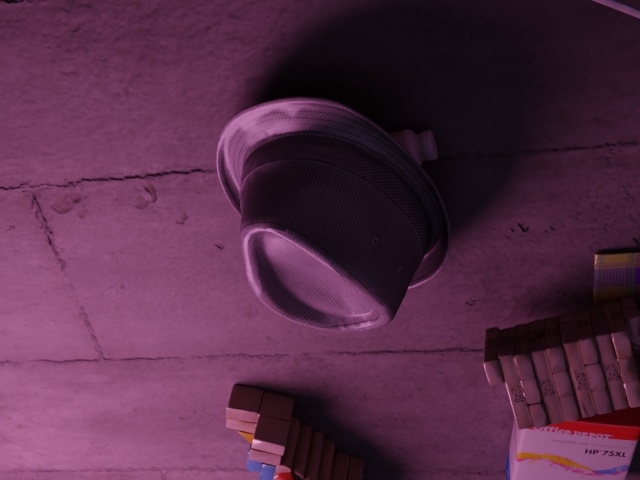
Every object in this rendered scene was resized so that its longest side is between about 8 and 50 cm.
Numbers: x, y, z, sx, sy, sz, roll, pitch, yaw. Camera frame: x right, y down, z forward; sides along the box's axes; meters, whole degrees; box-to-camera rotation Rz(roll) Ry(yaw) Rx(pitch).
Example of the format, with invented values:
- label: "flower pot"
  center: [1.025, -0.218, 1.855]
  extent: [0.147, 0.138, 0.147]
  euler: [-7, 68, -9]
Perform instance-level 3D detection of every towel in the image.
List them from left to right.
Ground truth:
- label: "towel"
  center: [0.329, 0.045, 0.995]
  extent: [0.060, 0.009, 0.083]
  euler: [-4, 126, 14]

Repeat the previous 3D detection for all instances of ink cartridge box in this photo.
- label: "ink cartridge box"
  center: [0.306, 0.237, 1.105]
  extent: [0.134, 0.078, 0.231]
  euler: [4, 128, 7]

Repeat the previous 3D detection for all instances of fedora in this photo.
- label: "fedora"
  center: [0.000, 0.000, 0.908]
  extent: [0.244, 0.124, 0.275]
  euler: [-4, 139, 31]

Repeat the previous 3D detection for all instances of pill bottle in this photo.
- label: "pill bottle"
  center: [0.074, -0.087, 0.916]
  extent: [0.083, 0.043, 0.043]
  euler: [-12, 124, 19]

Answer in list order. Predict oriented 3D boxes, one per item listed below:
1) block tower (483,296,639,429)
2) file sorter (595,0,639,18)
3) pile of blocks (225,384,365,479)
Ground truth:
- label: "block tower"
  center: [0.348, 0.114, 0.964]
  extent: [0.335, 0.091, 0.097]
  euler: [-14, 103, 15]
- label: "file sorter"
  center: [0.253, -0.311, 0.620]
  extent: [0.173, 0.193, 0.277]
  euler: [21, 128, -3]
- label: "pile of blocks"
  center: [-0.014, 0.347, 1.225]
  extent: [0.149, 0.112, 0.362]
  euler: [-34, 115, 30]
